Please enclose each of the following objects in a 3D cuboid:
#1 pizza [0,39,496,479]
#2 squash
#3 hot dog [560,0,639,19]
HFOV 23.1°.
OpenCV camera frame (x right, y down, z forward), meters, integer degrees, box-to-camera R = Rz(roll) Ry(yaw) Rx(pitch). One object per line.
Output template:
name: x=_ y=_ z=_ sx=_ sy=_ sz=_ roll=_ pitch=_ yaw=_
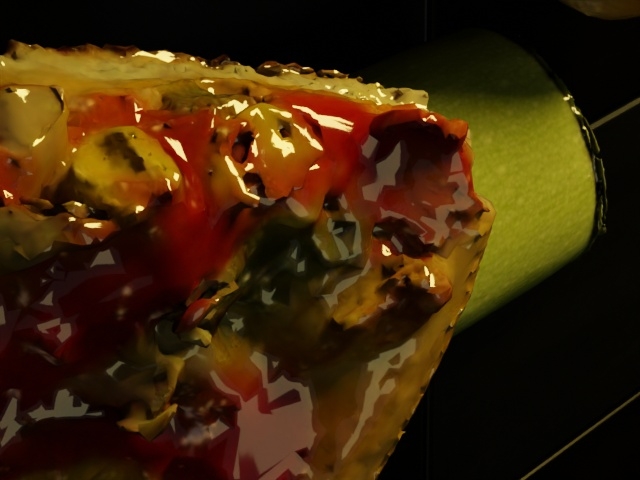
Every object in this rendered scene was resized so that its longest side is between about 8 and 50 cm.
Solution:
pizza: x=-0.172 y=0.066 z=0.492 sx=0.440 sy=0.130 sz=0.406 roll=-49 pitch=127 yaw=6
squash: x=0.000 y=0.000 z=0.698 sx=0.247 sy=0.132 sz=0.132 roll=-25 pitch=130 yaw=-32
hot dog: x=0.142 y=-0.286 z=0.630 sx=0.367 sy=0.196 sz=0.365 roll=-52 pitch=145 yaw=-6
